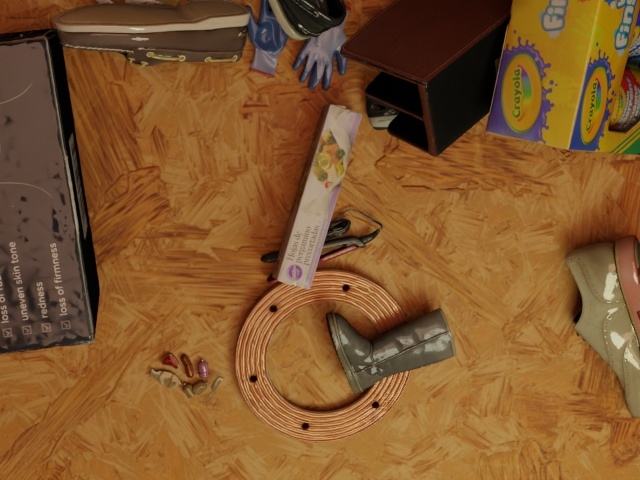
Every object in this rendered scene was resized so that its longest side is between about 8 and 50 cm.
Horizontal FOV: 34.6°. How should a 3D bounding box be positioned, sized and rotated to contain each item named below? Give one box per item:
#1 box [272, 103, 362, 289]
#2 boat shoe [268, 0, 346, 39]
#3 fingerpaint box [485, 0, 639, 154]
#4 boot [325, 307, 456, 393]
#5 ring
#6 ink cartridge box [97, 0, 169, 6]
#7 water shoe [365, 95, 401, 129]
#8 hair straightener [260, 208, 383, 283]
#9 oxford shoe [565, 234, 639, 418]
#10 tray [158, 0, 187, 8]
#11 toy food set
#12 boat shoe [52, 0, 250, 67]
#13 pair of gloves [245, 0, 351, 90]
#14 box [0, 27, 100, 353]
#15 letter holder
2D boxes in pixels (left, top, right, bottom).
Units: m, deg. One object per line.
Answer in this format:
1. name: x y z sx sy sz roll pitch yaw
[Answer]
1. box: -0.006 -0.078 1.802 0.063 0.067 0.324 17 91 -10
2. boat shoe: -0.058 -0.474 1.636 0.127 0.113 0.340 -47 125 -34
3. fingerpaint box: 0.473 -0.371 1.691 0.371 0.163 0.444 -2 106 -50
4. boot: 0.129 0.174 1.872 0.209 0.076 0.189 -21 119 3
5. ring: 0.007 0.214 1.915 0.337 0.032 0.336 -2 104 -8
6. ink cartridge box: -0.291 -0.478 1.704 0.225 0.056 0.181 -43 106 11
7. water shoe: 0.180 -0.254 1.816 0.203 0.073 0.080 -15 99 -8
8. hair straightener: 0.000 0.000 1.854 0.230 0.047 0.089 -19 105 -1
9. oxford shoe: 0.566 0.173 1.968 0.147 0.140 0.396 -7 111 24
10. tray: -0.256 -0.594 1.607 0.203 0.076 0.410 15 84 -12
11. toy food set: -0.245 0.244 1.888 0.122 0.019 0.078 30 96 -7
12. boat shoe: -0.270 -0.331 1.674 0.324 0.116 0.096 -10 127 -27
13. pair of gloves: -0.042 -0.351 1.783 0.198 0.023 0.159 12 99 -13
14. box: -0.617 -0.067 1.611 0.472 0.297 0.479 -7 104 -9
15. letter holder: 0.206 -0.315 1.739 0.302 0.214 0.152 -40 138 -24
